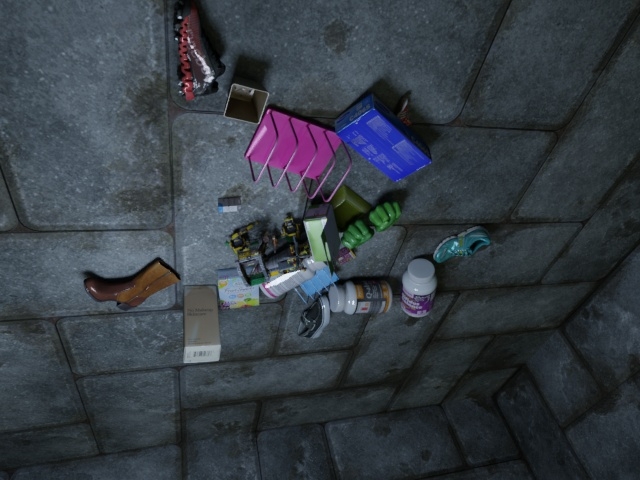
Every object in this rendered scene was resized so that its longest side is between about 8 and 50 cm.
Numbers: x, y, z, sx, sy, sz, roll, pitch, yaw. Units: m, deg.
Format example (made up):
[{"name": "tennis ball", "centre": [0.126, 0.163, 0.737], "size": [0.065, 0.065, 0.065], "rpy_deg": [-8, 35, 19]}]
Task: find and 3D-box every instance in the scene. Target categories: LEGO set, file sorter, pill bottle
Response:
[{"name": "LEGO set", "centre": [-0.203, 0.027, 1.737], "size": [0.331, 0.255, 0.192], "rpy_deg": [-8, 154, 0]}, {"name": "file sorter", "centre": [-0.022, 0.185, 2.043], "size": [0.170, 0.104, 0.118], "rpy_deg": [-31, 105, 15]}, {"name": "pill bottle", "centre": [0.190, 0.272, 2.195], "size": [0.278, 0.162, 0.162], "rpy_deg": [1, 135, -20]}, {"name": "pill bottle", "centre": [-0.119, 0.113, 1.924], "size": [0.283, 0.160, 0.160], "rpy_deg": [-29, 137, 13]}, {"name": "pill bottle", "centre": [0.480, 0.229, 2.243], "size": [0.169, 0.169, 0.301], "rpy_deg": [-13, 138, -5]}, {"name": "file sorter", "centre": [-0.071, -0.269, 1.519], "size": [0.290, 0.182, 0.202], "rpy_deg": [12, 130, -29]}]

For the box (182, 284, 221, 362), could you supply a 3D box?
[{"name": "box", "centre": [-0.503, 0.344, 1.925], "size": [0.148, 0.311, 0.121], "rpy_deg": [0, 135, -19]}]

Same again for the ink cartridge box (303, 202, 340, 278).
[{"name": "ink cartridge box", "centre": [0.000, 0.000, 1.710], "size": [0.097, 0.255, 0.189], "rpy_deg": [-6, 119, 14]}]

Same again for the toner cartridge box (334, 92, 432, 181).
[{"name": "toner cartridge box", "centre": [0.223, -0.344, 1.592], "size": [0.165, 0.075, 0.348], "rpy_deg": [-28, 139, 33]}]

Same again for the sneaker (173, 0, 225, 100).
[{"name": "sneaker", "centre": [-0.326, -0.510, 1.241], "size": [0.135, 0.098, 0.276], "rpy_deg": [-4, 138, -14]}]

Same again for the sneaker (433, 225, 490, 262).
[{"name": "sneaker", "centre": [0.655, 0.030, 2.135], "size": [0.275, 0.110, 0.107], "rpy_deg": [-30, 137, 14]}]

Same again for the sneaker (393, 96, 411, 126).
[{"name": "sneaker", "centre": [0.290, -0.435, 1.569], "size": [0.067, 0.042, 0.118], "rpy_deg": [4, 141, -17]}]

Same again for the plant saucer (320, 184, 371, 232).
[{"name": "plant saucer", "centre": [0.089, -0.110, 1.844], "size": [0.188, 0.045, 0.188], "rpy_deg": [-39, 134, 22]}]

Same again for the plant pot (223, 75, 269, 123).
[{"name": "plant pot", "centre": [-0.225, -0.427, 1.363], "size": [0.109, 0.096, 0.109], "rpy_deg": [7, 133, -24]}]

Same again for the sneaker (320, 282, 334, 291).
[{"name": "sneaker", "centre": [-0.011, 0.208, 2.131], "size": [0.158, 0.065, 0.061], "rpy_deg": [-15, 138, -3]}]

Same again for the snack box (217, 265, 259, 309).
[{"name": "snack box", "centre": [-0.359, 0.209, 2.012], "size": [0.174, 0.070, 0.207], "rpy_deg": [-6, 135, -12]}]

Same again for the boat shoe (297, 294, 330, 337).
[{"name": "boat shoe", "centre": [-0.040, 0.397, 2.279], "size": [0.119, 0.121, 0.335], "rpy_deg": [-4, 138, -21]}]

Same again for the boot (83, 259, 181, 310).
[{"name": "boot", "centre": [-0.742, 0.164, 1.816], "size": [0.280, 0.096, 0.264], "rpy_deg": [-29, 136, 11]}]

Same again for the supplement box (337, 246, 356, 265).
[{"name": "supplement box", "centre": [0.108, 0.065, 2.037], "size": [0.083, 0.043, 0.055], "rpy_deg": [-29, 137, 11]}]

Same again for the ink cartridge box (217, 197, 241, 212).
[{"name": "ink cartridge box", "centre": [-0.332, -0.130, 1.677], "size": [0.083, 0.048, 0.028], "rpy_deg": [-5, 137, -13]}]

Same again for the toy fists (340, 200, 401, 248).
[{"name": "toy fists", "centre": [0.205, -0.060, 1.847], "size": [0.279, 0.096, 0.142], "rpy_deg": [-33, 162, 7]}]
